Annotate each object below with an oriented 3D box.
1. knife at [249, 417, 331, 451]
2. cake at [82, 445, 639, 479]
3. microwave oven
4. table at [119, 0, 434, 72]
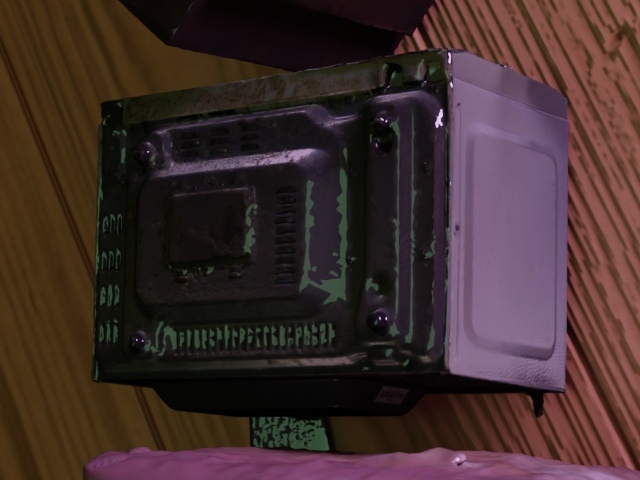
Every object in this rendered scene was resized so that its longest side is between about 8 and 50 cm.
[{"bbox_3d":[-0.014,0.157,0.923,0.060,0.028,0.230,-5,80,28],"label":"knife"},{"bbox_3d":[0.033,0.235,0.753,0.230,0.237,0.309,3,88,34],"label":"cake"},{"bbox_3d":[0.000,0.000,0.850,0.205,0.129,0.163,-6,77,35],"label":"microwave oven"},{"bbox_3d":[-0.014,-0.196,0.851,0.172,0.169,0.193,45,111,28],"label":"table"}]
